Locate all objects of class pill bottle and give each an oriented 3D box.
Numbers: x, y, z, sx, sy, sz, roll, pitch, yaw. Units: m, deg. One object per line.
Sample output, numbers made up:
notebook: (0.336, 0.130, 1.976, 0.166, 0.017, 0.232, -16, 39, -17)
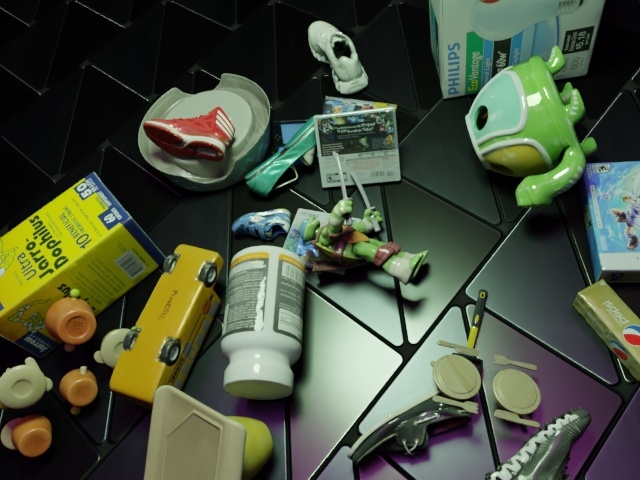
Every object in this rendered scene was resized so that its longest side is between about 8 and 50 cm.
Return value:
pill bottle: (-0.114, 0.163, 1.130, 0.162, 0.162, 0.278, -4, 58, 10)

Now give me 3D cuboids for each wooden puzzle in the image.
wooden puzzle: (-0.222, 0.392, 0.997, 0.239, 0.044, 0.220, 9, 92, 41)

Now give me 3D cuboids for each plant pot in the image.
plant pot: (-0.143, 0.379, 1.035, 0.095, 0.134, 0.134, -8, 50, -32)

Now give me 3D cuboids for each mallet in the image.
mallet: (0.310, 0.181, 1.107, 0.062, 0.039, 0.189, 19, 60, 21)

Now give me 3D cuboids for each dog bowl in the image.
dog bowl: (-0.289, -0.278, 1.478, 0.349, 0.102, 0.348, -5, 59, 9)

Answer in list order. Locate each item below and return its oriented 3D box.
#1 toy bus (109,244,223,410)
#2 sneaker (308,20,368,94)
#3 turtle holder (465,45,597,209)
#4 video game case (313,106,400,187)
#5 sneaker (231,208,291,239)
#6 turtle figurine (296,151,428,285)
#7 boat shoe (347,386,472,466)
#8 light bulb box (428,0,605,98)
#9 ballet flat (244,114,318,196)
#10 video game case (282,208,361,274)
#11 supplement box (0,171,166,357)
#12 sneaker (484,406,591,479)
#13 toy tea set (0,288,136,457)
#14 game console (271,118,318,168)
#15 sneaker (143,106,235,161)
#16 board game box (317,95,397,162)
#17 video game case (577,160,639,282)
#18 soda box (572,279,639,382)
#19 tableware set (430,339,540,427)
toy bus: (-0.305, 0.178, 1.181, 0.108, 0.130, 0.332, 11, 62, 19)
sneaker: (0.042, -0.533, 1.557, 0.110, 0.118, 0.292, -27, 56, -3)
turtle holder: (0.458, -0.227, 1.229, 0.227, 0.243, 0.320, -21, 84, 25)
video game case: (0.088, -0.218, 1.335, 0.190, 0.173, 0.022, -4, 18, 10)
sneaker: (-0.138, -0.032, 1.322, 0.144, 0.053, 0.059, -12, 59, 6)
turtle figurine: (0.103, -0.038, 1.177, 0.266, 0.198, 0.274, 28, 69, 14)
boat shoe: (0.157, 0.342, 1.008, 0.233, 0.084, 0.079, -27, 57, -8)
light bulb box: (0.450, -0.568, 1.345, 0.361, 0.358, 0.225, -8, 56, 8)
ballet flat: (-0.071, -0.199, 1.387, 0.247, 0.087, 0.083, -42, 19, 0)
video game case: (0.000, 0.000, 1.293, 0.157, 0.019, 0.143, 11, 62, 17)
supplement box: (-0.572, 0.054, 1.278, 0.356, 0.195, 0.194, -40, 59, -13)
sneaker: (0.378, 0.381, 0.945, 0.234, 0.078, 0.106, -36, 64, -9)
toy tea set: (-0.545, 0.272, 1.173, 0.336, 0.200, 0.124, -50, 29, -19)
game console: (-0.067, -0.245, 1.430, 0.122, 0.107, 0.071, 0, 30, 11)
sneaker: (-0.311, -0.273, 1.383, 0.221, 0.087, 0.128, 20, 56, 9)
board game box: (0.074, -0.262, 1.415, 0.194, 0.060, 0.194, 13, 63, 19)
video game case: (0.675, -0.044, 1.149, 0.244, 0.061, 0.269, -1, 58, 11)
soda box: (0.553, 0.164, 1.045, 0.058, 0.061, 0.181, -28, 57, -5)
tableware set: (0.293, 0.264, 1.013, 0.194, 0.039, 0.128, 14, 48, 3)
